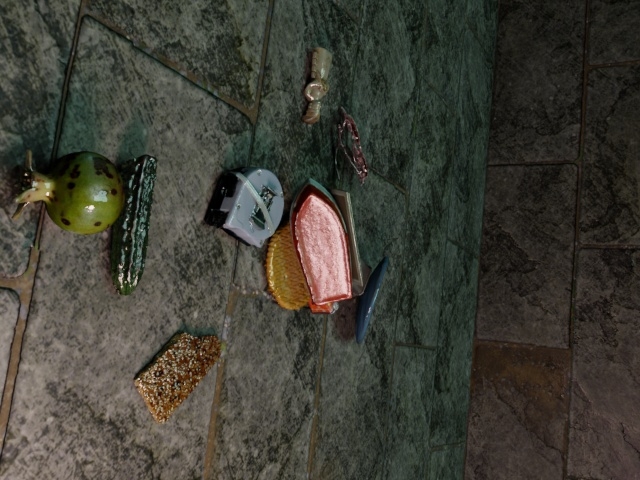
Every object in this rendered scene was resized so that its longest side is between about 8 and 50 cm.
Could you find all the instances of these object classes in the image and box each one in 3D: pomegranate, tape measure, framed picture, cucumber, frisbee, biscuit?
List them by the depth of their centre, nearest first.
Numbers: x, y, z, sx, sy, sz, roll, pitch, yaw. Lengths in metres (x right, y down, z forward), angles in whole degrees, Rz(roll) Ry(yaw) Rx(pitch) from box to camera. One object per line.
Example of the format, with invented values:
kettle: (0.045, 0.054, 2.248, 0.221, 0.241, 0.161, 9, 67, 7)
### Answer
pomegranate: (-0.412, -0.081, 1.040, 0.169, 0.148, 0.148, 7, 83, -22)
cucumber: (-0.354, -0.028, 1.181, 0.077, 0.077, 0.265, 15, 77, -59)
biscuit: (-0.293, 0.266, 1.341, 0.237, 0.026, 0.131, -50, 134, -46)
tape measure: (-0.165, -0.085, 1.472, 0.182, 0.107, 0.180, 31, 71, -53)
biscuit: (-0.073, 0.064, 1.700, 0.254, 0.035, 0.253, -3, 94, -58)
framed picture: (0.039, -0.020, 1.729, 0.017, 0.217, 0.274, -20, 112, -28)
frisbee: (0.150, 0.184, 1.991, 0.289, 0.049, 0.289, 18, 90, -85)

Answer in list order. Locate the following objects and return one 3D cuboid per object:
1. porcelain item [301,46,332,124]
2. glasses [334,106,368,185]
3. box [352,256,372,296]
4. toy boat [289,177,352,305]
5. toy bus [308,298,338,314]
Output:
porcelain item: (-0.010, -0.434, 1.773, 0.084, 0.054, 0.213, 26, 70, -55)
glasses: (0.085, -0.279, 1.937, 0.162, 0.095, 0.255, -87, 165, -69)
box: (0.098, 0.108, 1.952, 0.069, 0.084, 0.122, 51, 48, -35)
toy boat: (0.000, 0.000, 1.662, 0.133, 0.145, 0.331, -110, -171, -74)
toy bus: (0.027, 0.138, 1.834, 0.174, 0.079, 0.077, -57, 131, -43)
